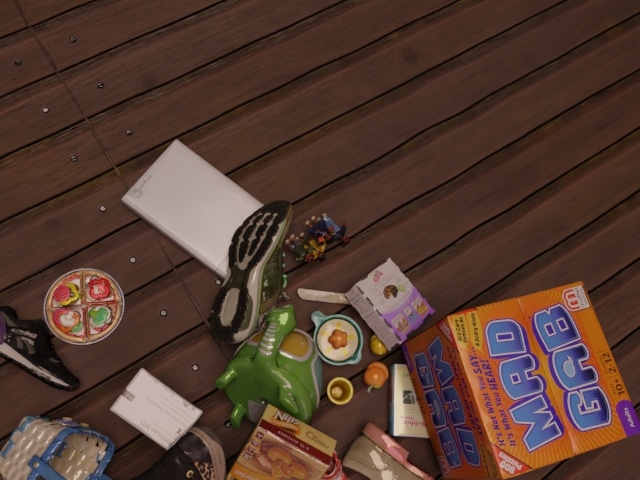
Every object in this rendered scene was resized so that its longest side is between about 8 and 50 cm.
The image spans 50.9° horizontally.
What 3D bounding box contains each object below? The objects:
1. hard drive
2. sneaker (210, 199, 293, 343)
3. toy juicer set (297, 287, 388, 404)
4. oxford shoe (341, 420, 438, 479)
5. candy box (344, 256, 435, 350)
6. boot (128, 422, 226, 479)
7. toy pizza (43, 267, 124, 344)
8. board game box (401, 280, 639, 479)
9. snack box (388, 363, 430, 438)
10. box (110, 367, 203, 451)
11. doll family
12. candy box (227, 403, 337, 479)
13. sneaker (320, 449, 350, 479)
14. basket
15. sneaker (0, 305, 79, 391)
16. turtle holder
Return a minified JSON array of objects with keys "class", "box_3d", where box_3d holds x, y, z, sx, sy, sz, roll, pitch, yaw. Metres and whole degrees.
[{"class":"hard drive","box_3d":[-0.330,-0.087,1.846,0.353,0.047,0.233,37,71,3]},{"class":"sneaker","box_3d":[-0.150,0.093,1.781,0.158,0.182,0.410,10,75,40]},{"class":"toy juicer set","box_3d":[0.080,0.255,1.792,0.209,0.089,0.329,-13,76,-13]},{"class":"oxford shoe","box_3d":[0.228,0.640,1.689,0.397,0.140,0.146,40,78,13]},{"class":"candy box","box_3d":[0.187,0.169,1.819,0.165,0.070,0.196,-33,81,-39]},{"class":"boot","box_3d":[-0.330,0.623,1.467,0.284,0.138,0.378,-23,121,-47]},{"class":"toy pizza","box_3d":[-0.609,0.167,1.730,0.201,0.032,0.201,3,73,-9]},{"class":"board game box","box_3d":[0.458,0.347,1.624,0.356,0.356,0.356,-12,73,-14]},{"class":"snack box","box_3d":[0.342,0.437,1.797,0.321,0.060,0.187,6,71,-8]},{"class":"box","box_3d":[-0.388,0.413,1.615,0.181,0.182,0.119,35,71,1]},{"class":"doll family","box_3d":[0.000,0.000,1.860,0.111,0.076,0.193,40,75,24]},{"class":"candy box","box_3d":[-0.114,0.545,1.567,0.183,0.316,0.087,29,30,0]},{"class":"sneaker","box_3d":[0.030,0.594,1.651,0.090,0.145,0.270,-37,83,-21]},{"class":"basket","box_3d":[-0.556,0.519,1.502,0.289,0.255,0.201,29,74,21]},{"class":"sneaker","box_3d":[-0.699,0.259,1.653,0.283,0.107,0.124,31,65,0]},{"class":"turtle holder","box_3d":[-0.117,0.310,1.642,0.320,0.243,0.227,62,39,-25]}]
